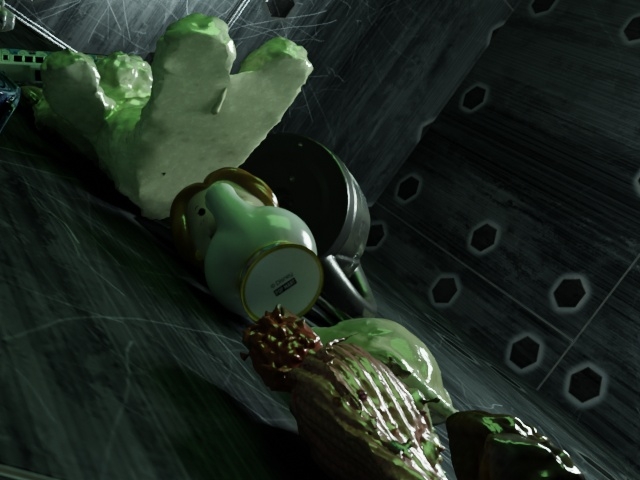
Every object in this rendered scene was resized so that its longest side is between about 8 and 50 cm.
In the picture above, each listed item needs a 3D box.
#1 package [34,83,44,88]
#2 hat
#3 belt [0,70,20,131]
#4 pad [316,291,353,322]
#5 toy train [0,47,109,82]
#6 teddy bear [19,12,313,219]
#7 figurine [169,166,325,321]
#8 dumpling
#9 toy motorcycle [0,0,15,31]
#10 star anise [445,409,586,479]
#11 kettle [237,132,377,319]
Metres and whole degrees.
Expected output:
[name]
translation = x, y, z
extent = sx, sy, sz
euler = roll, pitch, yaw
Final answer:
[package]
translation = -0.405, -0.231, 1.428
extent = 0.204, 0.062, 0.251
euler = 33, -13, -21
[hat]
translation = 0.047, 0.153, 0.644
extent = 0.286, 0.107, 0.236
euler = 44, -9, 24
[belt]
translation = -0.404, -0.175, 0.853
extent = 0.190, 0.082, 0.141
euler = 37, 9, 28
[pad]
translation = 0.059, 0.138, 1.490
extent = 0.174, 0.022, 0.233
euler = 38, 6, 28
[toy train]
translation = -0.394, -0.271, 1.269
extent = 0.208, 0.043, 0.047
euler = -1, 60, -18
[teddy bear]
translation = -0.251, -0.225, 1.144
extent = 0.327, 0.375, 0.362
euler = 3, 42, -42
[figurine]
translation = -0.096, 0.004, 0.990
extent = 0.263, 0.142, 0.189
euler = 40, -26, 56
[dumpling]
translation = 0.062, 0.144, 0.868
extent = 0.199, 0.118, 0.136
euler = 21, -7, 31
[toy motorcycle]
translation = -0.585, -0.368, 1.244
extent = 0.260, 0.110, 0.171
euler = 18, 13, 16
[star anise]
translation = 0.229, 0.264, 0.731
extent = 0.315, 0.108, 0.315
euler = 46, -6, 6
[kettle]
translation = 0.000, 0.000, 1.374
extent = 0.321, 0.228, 0.324
euler = 56, 8, 16
